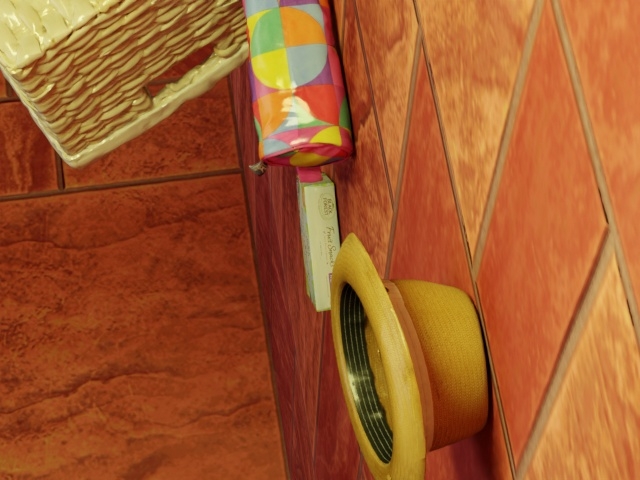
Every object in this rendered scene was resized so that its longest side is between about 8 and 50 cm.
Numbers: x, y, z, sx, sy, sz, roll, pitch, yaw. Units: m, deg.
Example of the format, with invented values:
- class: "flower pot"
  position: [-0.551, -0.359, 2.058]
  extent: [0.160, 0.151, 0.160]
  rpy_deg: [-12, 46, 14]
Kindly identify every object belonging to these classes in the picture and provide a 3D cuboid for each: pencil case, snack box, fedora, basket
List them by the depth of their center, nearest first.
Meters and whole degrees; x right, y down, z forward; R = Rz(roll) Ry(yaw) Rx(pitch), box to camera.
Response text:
- class: "fedora"
  position: [0.063, 0.081, 1.153]
  extent: [0.194, 0.079, 0.194]
  rpy_deg: [170, 90, -79]
- class: "pencil case"
  position: [-0.028, -0.180, 1.713]
  extent: [0.104, 0.104, 0.236]
  rpy_deg: [110, 154, -79]
- class: "basket"
  position: [-0.242, -0.321, 1.868]
  extent: [0.331, 0.328, 0.266]
  rpy_deg: [54, 176, 21]
- class: "snack box"
  position: [0.000, 0.000, 1.965]
  extent: [0.100, 0.037, 0.141]
  rpy_deg: [-130, 33, -78]
